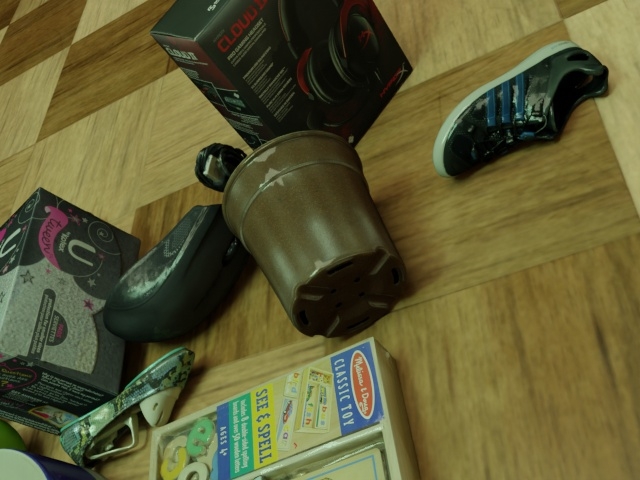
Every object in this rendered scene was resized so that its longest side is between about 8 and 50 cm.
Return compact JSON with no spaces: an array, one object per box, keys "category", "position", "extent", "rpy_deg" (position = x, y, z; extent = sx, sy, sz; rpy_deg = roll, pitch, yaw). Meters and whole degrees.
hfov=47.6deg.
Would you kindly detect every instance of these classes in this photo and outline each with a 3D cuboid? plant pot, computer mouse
[{"category":"plant pot","position":[0.000,0.000,0.756],"extent":[0.167,0.167,0.165],"rpy_deg":[-35,49,8]},{"category":"computer mouse","position":[-0.143,0.028,0.849],"extent":[0.272,0.188,0.072],"rpy_deg":[-48,59,6]}]

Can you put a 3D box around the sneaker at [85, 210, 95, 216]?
[{"category":"sneaker","position":[-0.388,0.043,1.089],"extent":[0.071,0.066,0.188],"rpy_deg":[-27,36,41]}]

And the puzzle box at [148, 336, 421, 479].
[{"category":"puzzle box","position":[-0.030,0.302,0.600],"extent":[0.272,0.052,0.409],"rpy_deg":[-26,44,17]}]

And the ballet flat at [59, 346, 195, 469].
[{"category":"ballet flat","position":[-0.209,0.197,0.825],"extent":[0.188,0.070,0.070],"rpy_deg":[-37,42,9]}]

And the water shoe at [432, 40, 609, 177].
[{"category":"water shoe","position":[0.209,-0.133,0.765],"extent":[0.203,0.073,0.080],"rpy_deg":[-41,44,2]}]

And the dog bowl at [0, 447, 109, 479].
[{"category":"dog bowl","position":[-0.315,0.347,0.717],"extent":[0.265,0.104,0.265],"rpy_deg":[-18,54,26]}]

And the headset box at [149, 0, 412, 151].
[{"category":"headset box","position":[-0.044,-0.240,0.879],"extent":[0.110,0.293,0.218],"rpy_deg":[24,71,46]}]

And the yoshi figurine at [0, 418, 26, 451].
[{"category":"yoshi figurine","position":[-0.499,0.295,0.911],"extent":[0.362,0.204,0.203],"rpy_deg":[-23,3,40]}]

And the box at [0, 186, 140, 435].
[{"category":"box","position":[-0.341,0.086,0.911],"extent":[0.142,0.163,0.247],"rpy_deg":[-35,40,29]}]
